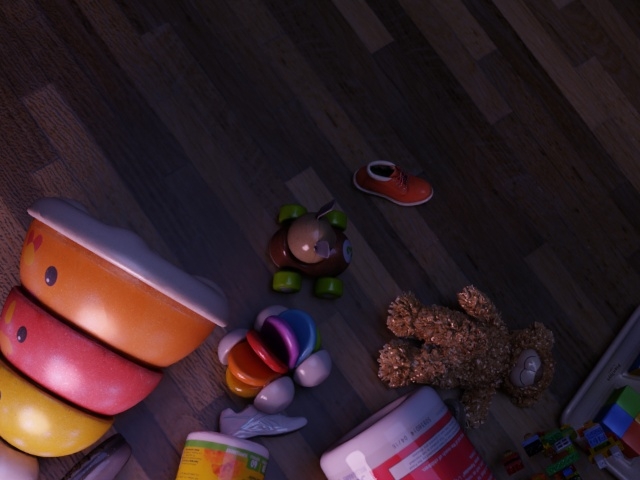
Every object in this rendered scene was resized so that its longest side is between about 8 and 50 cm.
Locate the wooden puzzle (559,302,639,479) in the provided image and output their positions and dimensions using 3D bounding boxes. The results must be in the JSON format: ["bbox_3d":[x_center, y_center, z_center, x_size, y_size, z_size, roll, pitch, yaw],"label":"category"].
[{"bbox_3d":[0.661,0.331,1.848,0.348,0.080,0.322,43,67,0],"label":"wooden puzzle"}]

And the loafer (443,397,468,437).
[{"bbox_3d":[0.227,0.330,1.709,0.050,0.148,0.056,-19,38,-35],"label":"loafer"}]

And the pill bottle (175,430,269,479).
[{"bbox_3d":[-0.171,0.433,1.544,0.136,0.136,0.246,17,69,-11],"label":"pill bottle"}]

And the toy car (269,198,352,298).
[{"bbox_3d":[0.000,0.000,1.702,0.149,0.188,0.155,8,71,-13],"label":"toy car"}]

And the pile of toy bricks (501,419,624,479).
[{"bbox_3d":[0.415,0.369,1.755,0.212,0.105,0.118,-29,108,7],"label":"pile of toy bricks"}]

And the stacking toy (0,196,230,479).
[{"bbox_3d":[-0.390,0.206,1.498,0.350,0.350,0.480,31,83,-5],"label":"stacking toy"}]

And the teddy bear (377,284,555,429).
[{"bbox_3d":[0.266,0.203,1.759,0.338,0.113,0.245,30,70,-5],"label":"teddy bear"}]

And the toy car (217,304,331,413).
[{"bbox_3d":[-0.076,0.181,1.637,0.182,0.136,0.159,-32,64,-22],"label":"toy car"}]

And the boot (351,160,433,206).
[{"bbox_3d":[0.144,-0.108,1.837,0.157,0.084,0.059,10,69,-15],"label":"boot"}]

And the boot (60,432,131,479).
[{"bbox_3d":[-0.347,0.482,1.504,0.222,0.118,0.338,39,78,-4],"label":"boot"}]

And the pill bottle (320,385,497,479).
[{"bbox_3d":[0.198,0.459,1.592,0.229,0.229,0.408,-32,83,-22],"label":"pill bottle"}]

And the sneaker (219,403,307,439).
[{"bbox_3d":[-0.096,0.301,1.654,0.152,0.054,0.061,-3,71,-16],"label":"sneaker"}]
